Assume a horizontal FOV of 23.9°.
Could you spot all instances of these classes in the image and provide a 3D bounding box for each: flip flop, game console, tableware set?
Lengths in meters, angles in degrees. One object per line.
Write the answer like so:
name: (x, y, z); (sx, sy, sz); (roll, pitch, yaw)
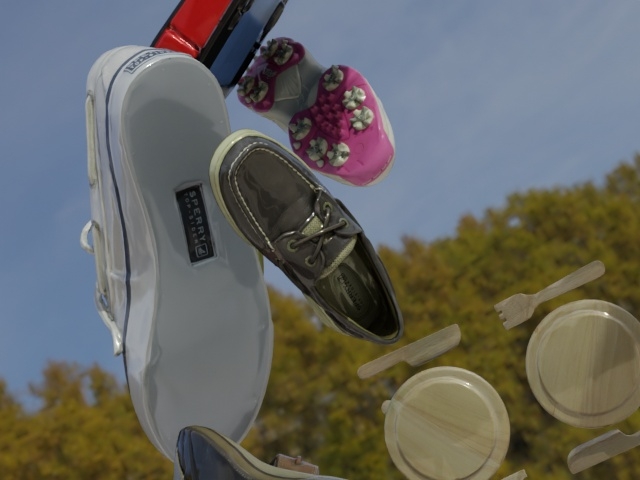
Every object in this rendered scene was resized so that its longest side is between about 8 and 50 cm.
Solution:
flip flop: (-0.023, 0.204, 1.129); (0.080, 0.112, 0.277); (0, 2, -41)
game console: (-0.048, -0.286, 1.550); (0.342, 0.060, 0.386); (-53, 1, 7)
tableware set: (0.137, 0.108, 1.036); (0.194, 0.128, 0.039); (-26, -11, 12)

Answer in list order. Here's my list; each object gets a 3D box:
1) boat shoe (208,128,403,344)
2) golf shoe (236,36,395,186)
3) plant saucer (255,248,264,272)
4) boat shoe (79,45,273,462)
boat shoe: (0.000, 0.001, 1.173); (0.080, 0.073, 0.223); (-48, -53, -14)
golf shoe: (0.021, -0.130, 1.686); (0.115, 0.306, 0.140); (-49, -54, 5)
plant saucer: (-0.139, 0.030, 1.668); (0.037, 0.241, 0.241); (0, -34, -46)
boat shoe: (-0.145, 0.009, 1.294); (0.136, 0.367, 0.156); (-20, 25, -26)
